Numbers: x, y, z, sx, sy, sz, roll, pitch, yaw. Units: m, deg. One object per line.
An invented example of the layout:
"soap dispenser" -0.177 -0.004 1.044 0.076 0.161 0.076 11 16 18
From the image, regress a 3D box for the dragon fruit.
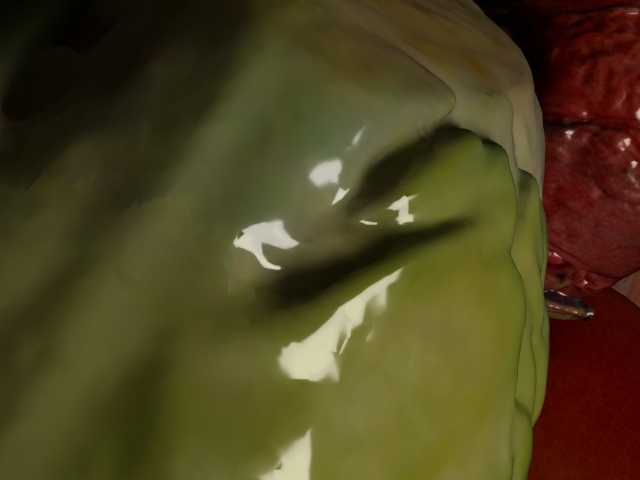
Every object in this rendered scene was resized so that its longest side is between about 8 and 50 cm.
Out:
"dragon fruit" 0.088 -0.081 0.858 0.148 0.224 0.218 15 147 -33

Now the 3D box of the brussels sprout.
"brussels sprout" -0.075 0.038 0.587 0.268 0.344 0.344 33 86 -28

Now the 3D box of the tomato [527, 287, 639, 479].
"tomato" 0.098 0.164 0.963 0.226 0.298 0.299 -67 176 -70
